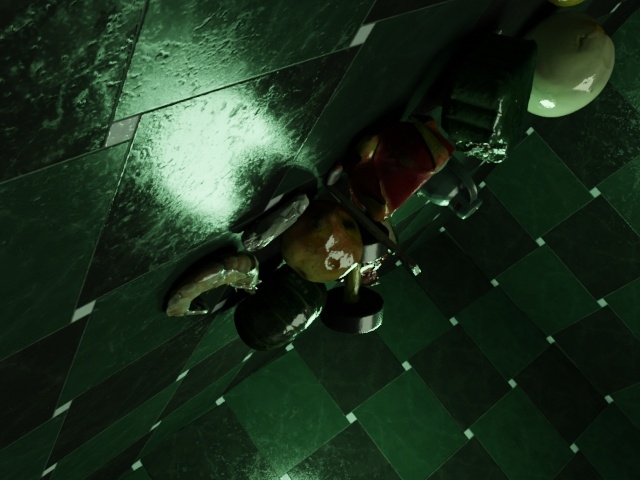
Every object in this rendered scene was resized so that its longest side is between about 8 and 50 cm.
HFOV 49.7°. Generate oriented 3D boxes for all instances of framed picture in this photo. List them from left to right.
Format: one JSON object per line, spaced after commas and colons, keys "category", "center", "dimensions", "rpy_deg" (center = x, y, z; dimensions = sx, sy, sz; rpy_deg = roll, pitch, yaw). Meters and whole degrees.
{"category": "framed picture", "center": [0.142, -0.027, 1.833], "dimensions": [0.024, 0.315, 0.232], "rpy_deg": [-46, 169, 2]}

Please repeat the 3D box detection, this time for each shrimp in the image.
{"category": "shrimp", "center": [-0.246, 0.114, 1.668], "dimensions": [0.247, 0.085, 0.360], "rpy_deg": [-35, 166, 9]}

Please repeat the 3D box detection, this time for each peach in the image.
{"category": "peach", "center": [0.000, 0.000, 1.733], "dimensions": [0.214, 0.214, 0.235], "rpy_deg": [-42, 161, -2]}

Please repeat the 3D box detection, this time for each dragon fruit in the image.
{"category": "dragon fruit", "center": [0.184, -0.195, 1.735], "dimensions": [0.291, 0.189, 0.290], "rpy_deg": [-43, 177, -3]}

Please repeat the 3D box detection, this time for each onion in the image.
{"category": "onion", "center": [0.127, 0.055, 2.322], "dimensions": [0.252, 0.219, 0.252], "rpy_deg": [-28, 170, -6]}

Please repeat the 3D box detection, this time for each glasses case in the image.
{"category": "glasses case", "center": [0.395, -0.408, 1.909], "dimensions": [0.102, 0.070, 0.193], "rpy_deg": [-50, 166, 28]}

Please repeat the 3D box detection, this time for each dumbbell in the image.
{"category": "dumbbell", "center": [0.101, 0.106, 2.122], "dimensions": [0.204, 0.204, 0.322], "rpy_deg": [-30, 129, -48]}

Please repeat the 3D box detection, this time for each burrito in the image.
{"category": "burrito", "center": [-0.102, -0.044, 1.601], "dimensions": [0.203, 0.064, 0.064], "rpy_deg": [-39, 168, -24]}

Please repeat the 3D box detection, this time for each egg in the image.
{"category": "egg", "center": [0.701, -0.507, 2.051], "dimensions": [0.283, 0.283, 0.345], "rpy_deg": [-40, 170, -12]}

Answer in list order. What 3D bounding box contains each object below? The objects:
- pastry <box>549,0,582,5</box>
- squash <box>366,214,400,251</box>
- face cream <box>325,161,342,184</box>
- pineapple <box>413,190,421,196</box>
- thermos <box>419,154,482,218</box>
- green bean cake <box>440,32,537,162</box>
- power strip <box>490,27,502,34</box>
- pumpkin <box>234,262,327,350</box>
{"category": "pastry", "center": [0.624, -0.670, 1.521], "dimensions": [0.356, 0.163, 0.356], "rpy_deg": [-37, 172, -6]}
{"category": "squash", "center": [0.205, -0.020, 2.490], "dimensions": [0.123, 0.170, 0.170], "rpy_deg": [-32, 173, 23]}
{"category": "face cream", "center": [0.037, -0.168, 1.704], "dimensions": [0.040, 0.021, 0.083], "rpy_deg": [-37, 167, -26]}
{"category": "pineapple", "center": [0.371, -0.202, 2.538], "dimensions": [0.198, 0.108, 0.108], "rpy_deg": [-20, 158, -33]}
{"category": "thermos", "center": [0.347, -0.193, 1.987], "dimensions": [0.145, 0.286, 0.182], "rpy_deg": [-40, 167, -17]}
{"category": "green bean cake", "center": [0.408, -0.329, 1.720], "dimensions": [0.308, 0.169, 0.300], "rpy_deg": [-50, 151, -44]}
{"category": "power strip", "center": [0.435, -0.512, 1.796], "dimensions": [0.040, 0.016, 0.090], "rpy_deg": [-35, 166, -44]}
{"category": "pumpkin", "center": [-0.124, 0.192, 2.032], "dimensions": [0.300, 0.207, 0.300], "rpy_deg": [-44, -177, 3]}
